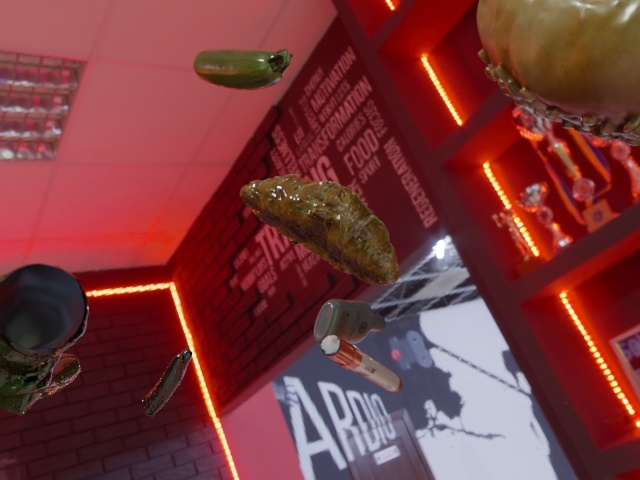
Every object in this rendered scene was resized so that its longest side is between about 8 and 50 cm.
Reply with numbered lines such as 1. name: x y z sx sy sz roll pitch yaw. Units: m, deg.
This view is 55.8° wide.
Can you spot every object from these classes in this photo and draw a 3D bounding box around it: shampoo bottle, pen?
1. shampoo bottle: 0.056 0.142 1.042 0.165 0.040 0.080 12 -81 -50
2. pen: 0.057 0.156 0.743 0.028 0.028 0.239 -29 -31 11

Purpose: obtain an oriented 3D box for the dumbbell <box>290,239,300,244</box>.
1. dumbbell: 0.000 0.000 1.079 0.118 0.046 0.052 24 -26 -38

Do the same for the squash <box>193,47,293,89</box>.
1. squash: -0.126 -0.276 0.976 0.066 0.252 0.066 -15 -67 -39

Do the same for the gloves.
1. gloves: -0.267 0.087 0.535 0.107 0.135 0.268 -2 -19 -24

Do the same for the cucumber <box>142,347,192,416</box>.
1. cucumber: -0.229 0.215 0.907 0.135 0.034 0.033 -50 -11 26

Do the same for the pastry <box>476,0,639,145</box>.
1. pastry: 0.392 -0.252 0.722 0.410 0.409 0.245 -13 -57 -25

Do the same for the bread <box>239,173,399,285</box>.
1. bread: 0.006 -0.028 0.744 0.076 0.233 0.105 -51 -21 -28
